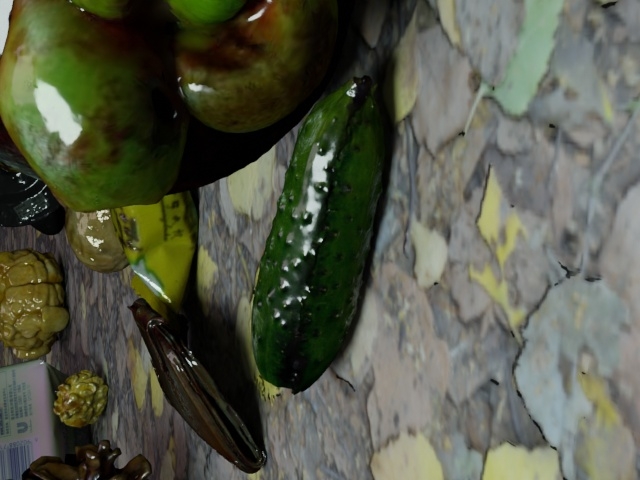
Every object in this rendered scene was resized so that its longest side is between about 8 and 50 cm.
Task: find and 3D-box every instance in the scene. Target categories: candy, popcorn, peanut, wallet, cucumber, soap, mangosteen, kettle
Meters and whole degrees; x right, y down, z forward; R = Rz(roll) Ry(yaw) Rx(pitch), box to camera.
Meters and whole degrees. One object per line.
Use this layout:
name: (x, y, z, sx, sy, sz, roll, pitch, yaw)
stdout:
candy: (-0.171, -0.055, 1.069, 0.187, 0.081, 0.297, -134, 39, -61)
popcorn: (-0.340, 0.222, 1.524, 0.057, 0.082, 0.083, 39, 173, 39)
popcorn: (-0.515, 0.111, 1.885, 0.163, 0.140, 0.194, -174, 81, -73)
peanut: (-0.226, -0.074, 1.208, 0.108, 0.095, 0.226, 10, 96, 35)
wallet: (-0.126, 0.122, 0.978, 0.137, 0.031, 0.255, 63, 164, -13)
cucumber: (0.000, 0.000, 0.677, 0.069, 0.069, 0.227, -122, 39, -53)
soap: (-0.427, 0.295, 1.598, 0.182, 0.138, 0.199, 63, -164, -70)
mangosteen: (-0.108, -0.165, 0.641, 0.311, 0.311, 0.311, 179, 90, -68)
kettle: (-0.505, -0.126, 1.803, 0.268, 0.207, 0.290, 66, 171, -18)

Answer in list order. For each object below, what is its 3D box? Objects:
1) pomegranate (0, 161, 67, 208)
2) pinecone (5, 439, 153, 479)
pomegranate: (-0.302, -0.149, 1.315, 0.204, 0.276, 0.222, -53, -2, -4)
pinecone: (-0.238, 0.319, 1.030, 0.243, 0.243, 0.257, -132, 26, -59)
